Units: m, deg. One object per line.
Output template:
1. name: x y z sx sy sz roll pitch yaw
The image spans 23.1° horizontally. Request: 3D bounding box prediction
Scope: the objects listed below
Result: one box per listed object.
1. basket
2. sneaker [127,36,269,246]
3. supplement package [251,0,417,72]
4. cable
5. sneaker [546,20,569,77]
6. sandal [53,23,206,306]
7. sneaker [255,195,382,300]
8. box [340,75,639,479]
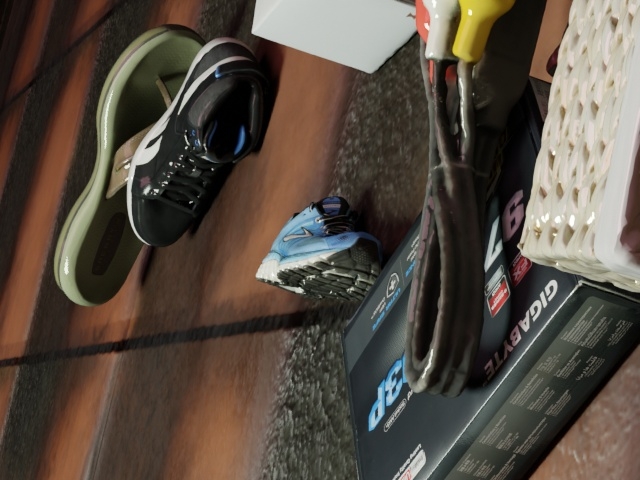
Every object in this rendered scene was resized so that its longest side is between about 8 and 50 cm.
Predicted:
1. basket: 0.163 -0.055 0.656 0.103 0.113 0.167 174 111 -72
2. sneaker: -0.116 -0.074 1.430 0.217 0.079 0.121 -65 21 18
3. supplement package: 0.025 -0.234 1.153 0.105 0.105 0.179 -38 41 56
4. cable: 0.061 -0.062 0.831 0.139 0.072 0.287 165 122 -70
5. sneaker: 0.161 -0.122 0.815 0.119 0.047 0.057 -30 36 60
6. sandal: -0.171 -0.067 1.562 0.086 0.120 0.303 29 105 41
7. sneaker: 0.000 0.000 1.102 0.162 0.063 0.073 -3 69 68
8. box: 0.087 0.045 0.856 0.220 0.051 0.175 -58 25 35
